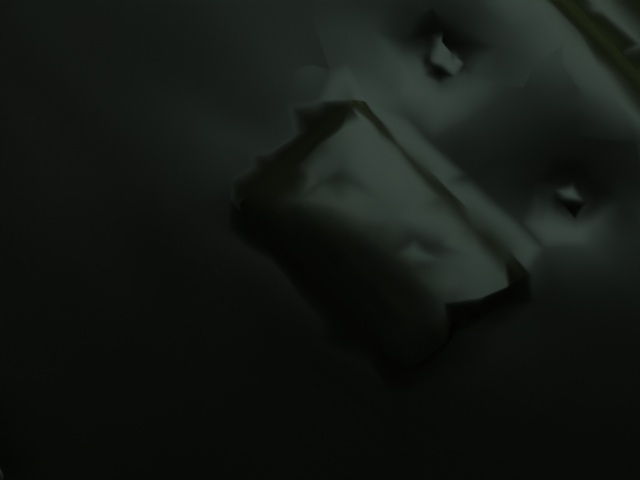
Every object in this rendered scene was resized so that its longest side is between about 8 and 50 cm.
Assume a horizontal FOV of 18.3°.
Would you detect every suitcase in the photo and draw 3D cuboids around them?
[{"bbox_3d":[0.000,0.000,0.690,0.345,0.188,0.339,46,114,-7],"label":"suitcase"}]
